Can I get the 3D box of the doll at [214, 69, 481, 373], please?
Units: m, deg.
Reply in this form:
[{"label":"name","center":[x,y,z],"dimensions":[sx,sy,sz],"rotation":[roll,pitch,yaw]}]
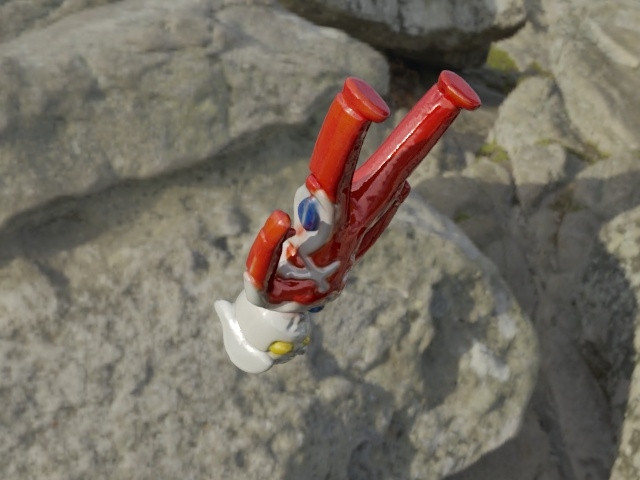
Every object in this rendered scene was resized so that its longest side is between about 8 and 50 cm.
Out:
[{"label":"doll","center":[0.000,0.000,0.889],"dimensions":[0.188,0.384,0.099],"rotation":[-15,60,-42]}]
